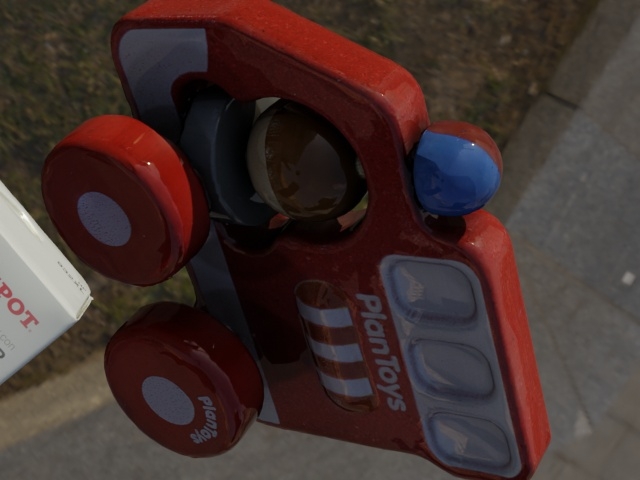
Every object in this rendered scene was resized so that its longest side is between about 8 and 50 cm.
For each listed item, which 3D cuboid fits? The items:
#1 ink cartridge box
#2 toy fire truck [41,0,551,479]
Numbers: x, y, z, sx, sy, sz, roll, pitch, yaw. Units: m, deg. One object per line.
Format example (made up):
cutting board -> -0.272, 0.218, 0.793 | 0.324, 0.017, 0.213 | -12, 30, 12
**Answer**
ink cartridge box -> -0.401, 0.073, 1.250 | 0.307, 0.129, 0.223 | -39, 99, 3
toy fire truck -> 0.000, 0.000, 0.789 | 0.169, 0.254, 0.302 | -48, 133, -45
